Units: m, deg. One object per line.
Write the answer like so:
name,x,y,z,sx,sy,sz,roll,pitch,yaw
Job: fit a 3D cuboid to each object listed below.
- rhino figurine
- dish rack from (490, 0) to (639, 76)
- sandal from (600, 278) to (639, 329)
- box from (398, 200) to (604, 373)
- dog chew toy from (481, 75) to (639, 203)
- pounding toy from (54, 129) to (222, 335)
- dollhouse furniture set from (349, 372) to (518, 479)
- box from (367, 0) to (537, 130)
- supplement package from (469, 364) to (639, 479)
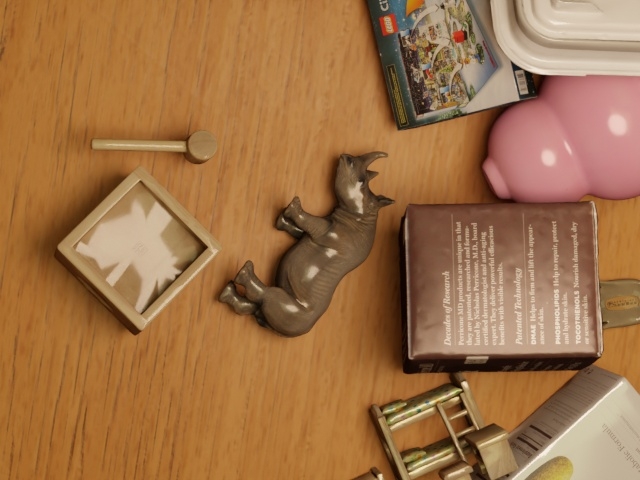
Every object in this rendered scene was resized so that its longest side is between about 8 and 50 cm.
rhino figurine,0.000,0.000,1.830,0.106,0.073,0.243,37,86,-4
dish rack,0.339,-0.308,1.709,0.333,0.072,0.285,1,67,-9
sandal,0.301,0.081,1.889,0.180,0.049,0.072,-10,94,-8
box,0.190,0.054,1.785,0.203,0.168,0.167,-1,80,1
dog chew toy,0.332,-0.140,1.816,0.332,0.206,0.206,-27,96,2
pounding toy,-0.191,-0.034,1.796,0.181,0.094,0.206,45,77,-3
dollhouse furniture set,0.099,0.227,1.810,0.182,0.161,0.101,-23,96,-8
box,0.133,-0.249,1.798,0.159,0.044,0.233,-12,92,37
supplement package,0.271,0.273,1.851,0.244,0.134,0.139,-42,97,-4
